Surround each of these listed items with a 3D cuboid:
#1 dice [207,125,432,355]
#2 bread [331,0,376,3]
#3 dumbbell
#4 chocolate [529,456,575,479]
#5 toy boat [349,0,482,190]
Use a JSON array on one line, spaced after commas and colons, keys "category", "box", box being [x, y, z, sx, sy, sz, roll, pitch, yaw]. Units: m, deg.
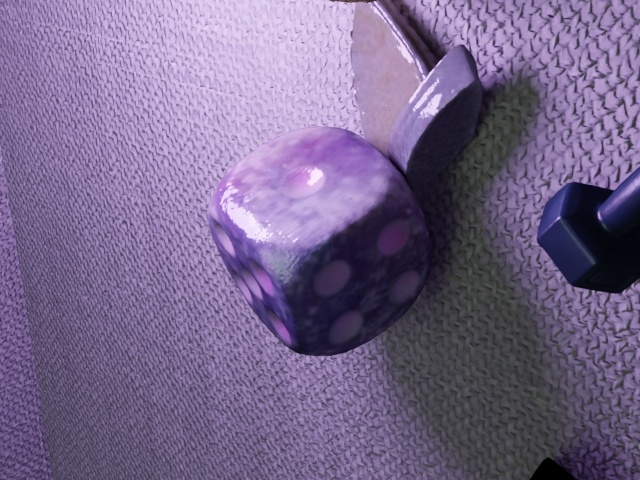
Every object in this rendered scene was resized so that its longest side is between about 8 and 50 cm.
[{"category": "dice", "box": [0.000, 0.000, 1.656, 0.270, 0.270, 0.271, 42, 158, 40]}, {"category": "bread", "box": [0.104, -0.464, 1.352, 0.375, 0.237, 0.165, -40, 62, 60]}, {"category": "dumbbell", "box": [0.417, -0.067, 1.293, 0.160, 0.144, 0.325, 55, 140, 15]}, {"category": "chocolate", "box": [0.363, 0.555, 1.498, 0.331, 0.384, 0.383, 34, 131, 20]}, {"category": "toy boat", "box": [0.133, -0.226, 1.602, 0.293, 0.111, 0.276, 51, 141, 41]}]
